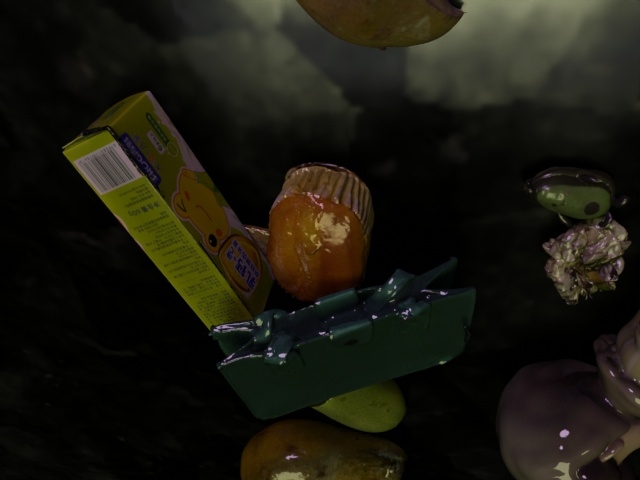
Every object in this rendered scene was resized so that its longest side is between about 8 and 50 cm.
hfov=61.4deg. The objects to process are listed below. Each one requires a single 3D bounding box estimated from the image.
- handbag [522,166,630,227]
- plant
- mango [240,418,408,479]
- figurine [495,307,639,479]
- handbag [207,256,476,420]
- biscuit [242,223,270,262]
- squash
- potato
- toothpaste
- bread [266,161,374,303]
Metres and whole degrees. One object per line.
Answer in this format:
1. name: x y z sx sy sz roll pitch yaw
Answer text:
1. handbag: 0.288 -0.053 0.626 0.111 0.047 0.072 12 133 -2
2. plant: 0.335 0.038 0.656 0.104 0.122 0.117 -17 120 12
3. mango: 0.004 0.449 1.092 0.329 0.176 0.176 0 169 -12
4. figurine: 0.390 0.238 0.771 0.203 0.248 0.381 23 120 -2
5. handbag: 0.036 0.140 0.730 0.326 0.090 0.239 -15 149 -2
6. biscuit: -0.122 0.001 0.789 0.147 0.018 0.071 11 131 4
7. squash: 0.071 0.263 0.928 0.186 0.123 0.123 33 131 -24
8. potato: 0.008 -0.243 0.474 0.261 0.100 0.120 40 128 -23
9. toothpaste: -0.176 -0.025 0.695 0.077 0.110 0.328 -18 122 22
10. bread: 0.000 0.000 0.702 0.132 0.114 0.191 6 128 10
